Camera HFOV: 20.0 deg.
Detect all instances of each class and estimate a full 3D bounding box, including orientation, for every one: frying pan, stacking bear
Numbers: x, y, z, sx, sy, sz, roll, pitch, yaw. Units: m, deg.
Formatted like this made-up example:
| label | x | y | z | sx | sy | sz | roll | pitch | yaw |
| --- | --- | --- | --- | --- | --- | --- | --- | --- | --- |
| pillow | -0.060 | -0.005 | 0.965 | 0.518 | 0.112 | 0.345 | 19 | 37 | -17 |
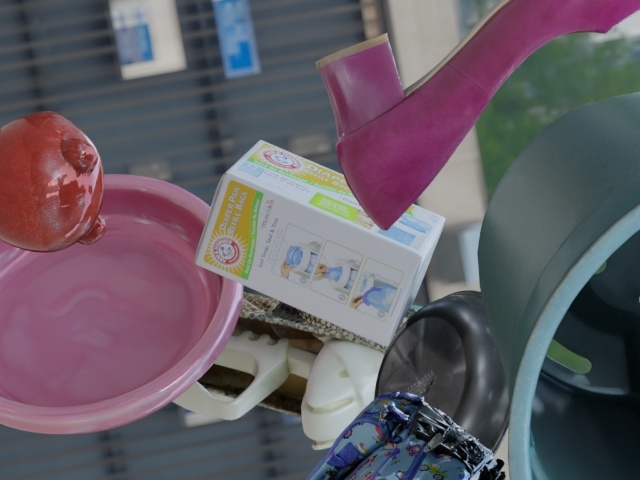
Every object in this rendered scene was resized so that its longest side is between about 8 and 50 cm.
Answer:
| label | x | y | z | sx | sy | sz | roll | pitch | yaw |
| --- | --- | --- | --- | --- | --- | --- | --- | --- | --- |
| frying pan | 0.105 | 0.201 | 1.690 | 0.197 | 0.053 | 0.326 | -15 | -118 | 52 |
| stacking bear | -0.317 | -0.053 | 1.474 | 0.164 | 0.289 | 0.175 | -79 | 171 | -53 |

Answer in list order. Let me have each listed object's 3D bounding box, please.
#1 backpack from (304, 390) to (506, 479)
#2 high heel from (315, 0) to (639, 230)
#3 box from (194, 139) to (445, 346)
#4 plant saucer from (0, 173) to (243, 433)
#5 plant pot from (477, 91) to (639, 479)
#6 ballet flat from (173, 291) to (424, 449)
| label | x | y | z | sx | sy | sz | roll | pitch | yaw |
| --- | --- | --- | --- | --- | --- | --- | --- | --- | --- |
| backpack | 0.038 | 0.200 | 1.292 | 0.117 | 0.158 | 0.173 | 40 | 18 | 4 |
| high heel | 0.124 | -0.097 | 1.141 | 0.082 | 0.244 | 0.117 | -172 | -117 | -88 |
| box | 0.000 | 0.000 | 1.729 | 0.114 | 0.203 | 0.103 | -53 | 164 | -65 |
| plant saucer | -0.240 | 0.076 | 1.901 | 0.084 | 0.332 | 0.332 | 77 | -2 | -48 |
| plant pot | 0.260 | 0.056 | 1.216 | 0.334 | 0.341 | 0.341 | -108 | -172 | -71 |
| ballet flat | -0.047 | 0.141 | 1.976 | 0.182 | 0.482 | 0.164 | -55 | 151 | -54 |
